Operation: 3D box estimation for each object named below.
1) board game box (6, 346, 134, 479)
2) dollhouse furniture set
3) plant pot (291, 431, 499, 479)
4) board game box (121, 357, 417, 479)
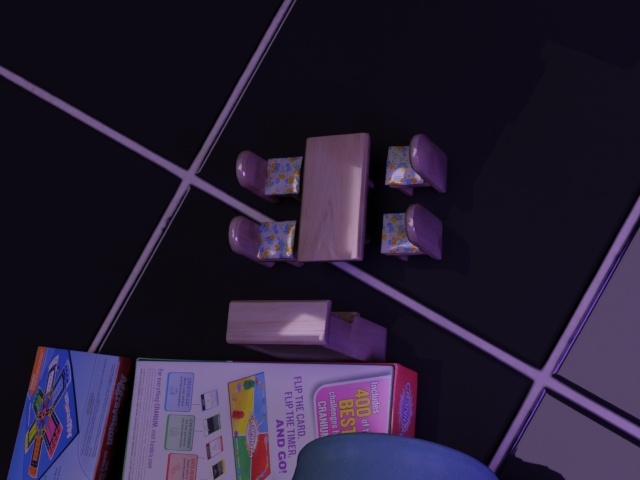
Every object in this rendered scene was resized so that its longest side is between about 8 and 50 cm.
[{"bbox_3d":[-0.305,0.269,1.244,0.145,0.027,0.281,2,75,34],"label":"board game box"},{"bbox_3d":[0.000,0.000,1.104,0.212,0.161,0.242,-2,75,26],"label":"dollhouse furniture set"},{"bbox_3d":[0.050,0.308,0.883,0.271,0.271,0.255,-4,56,26],"label":"plant pot"},{"bbox_3d":[-0.062,0.249,1.122,0.316,0.064,0.242,-1,75,26],"label":"board game box"}]
